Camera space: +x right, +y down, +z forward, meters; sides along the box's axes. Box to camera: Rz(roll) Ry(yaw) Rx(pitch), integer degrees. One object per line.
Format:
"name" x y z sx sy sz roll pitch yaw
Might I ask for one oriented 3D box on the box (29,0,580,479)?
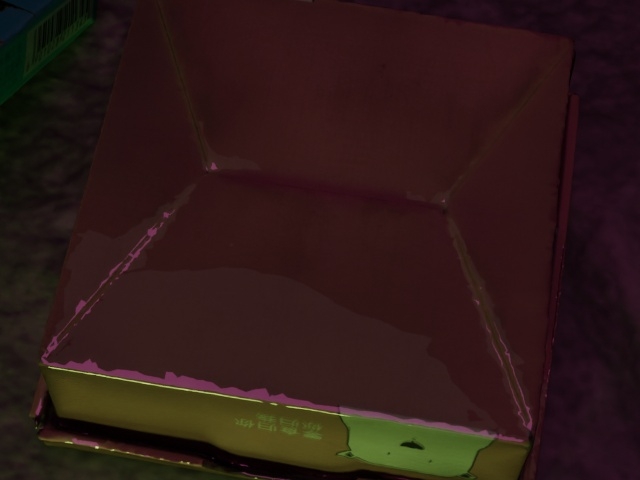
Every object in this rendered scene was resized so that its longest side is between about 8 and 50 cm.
"box" 0.000 0.000 0.692 0.215 0.086 0.215 9 63 4

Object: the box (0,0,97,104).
"box" -0.212 -0.095 0.699 0.161 0.042 0.226 16 30 8
